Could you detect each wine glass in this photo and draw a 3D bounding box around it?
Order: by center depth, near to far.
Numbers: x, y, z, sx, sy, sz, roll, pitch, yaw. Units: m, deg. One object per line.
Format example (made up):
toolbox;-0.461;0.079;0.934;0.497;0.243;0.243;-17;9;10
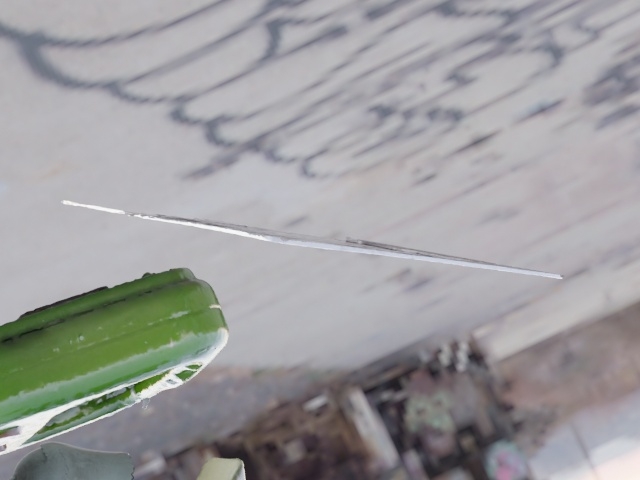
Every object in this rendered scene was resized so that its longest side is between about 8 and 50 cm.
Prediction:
wine glass;-0.253;0.203;1.535;0.196;0.079;0.079;6;159;-25

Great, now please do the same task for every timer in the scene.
timer;-0.106;0.052;0.738;0.128;0.047;0.140;-19;173;-22

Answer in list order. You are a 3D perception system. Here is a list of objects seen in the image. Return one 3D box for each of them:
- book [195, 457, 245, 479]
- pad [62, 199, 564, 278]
book;-0.055;0.274;0.889;0.026;0.289;0.201;1;-150;11
pad;0.000;0.000;0.946;0.156;0.004;0.232;10;-178;41
